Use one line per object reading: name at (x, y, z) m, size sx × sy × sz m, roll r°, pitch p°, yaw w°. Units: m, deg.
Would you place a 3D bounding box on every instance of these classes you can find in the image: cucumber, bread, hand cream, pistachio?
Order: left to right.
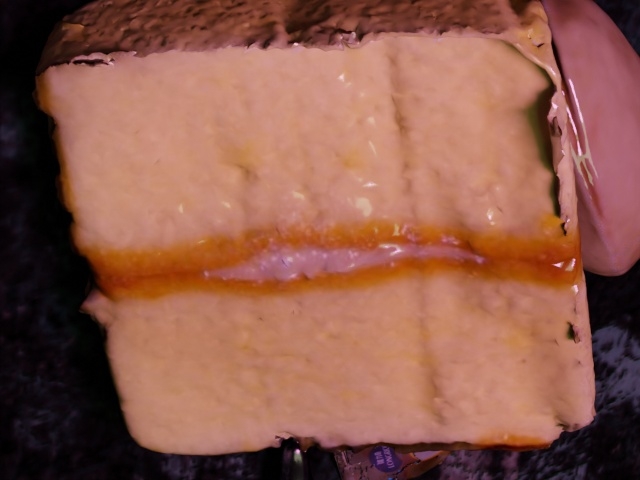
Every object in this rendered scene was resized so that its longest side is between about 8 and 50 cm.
cucumber at (-0.013, 0.170, 1.078) m, size 0.043 × 0.039 × 0.163 m, roll -37°, pitch 137°, yaw -40°
bread at (0.000, 0.000, 0.891) m, size 0.236 × 0.198 × 0.263 m, roll -21°, pitch 125°, yaw -15°
hand cream at (0.083, 0.103, 1.107) m, size 0.163 × 0.039 × 0.062 m, roll -32°, pitch 147°, yaw -12°
pistachio at (0.135, -0.060, 0.991) m, size 0.108 × 0.126 × 0.185 m, roll -16°, pitch 126°, yaw 12°
